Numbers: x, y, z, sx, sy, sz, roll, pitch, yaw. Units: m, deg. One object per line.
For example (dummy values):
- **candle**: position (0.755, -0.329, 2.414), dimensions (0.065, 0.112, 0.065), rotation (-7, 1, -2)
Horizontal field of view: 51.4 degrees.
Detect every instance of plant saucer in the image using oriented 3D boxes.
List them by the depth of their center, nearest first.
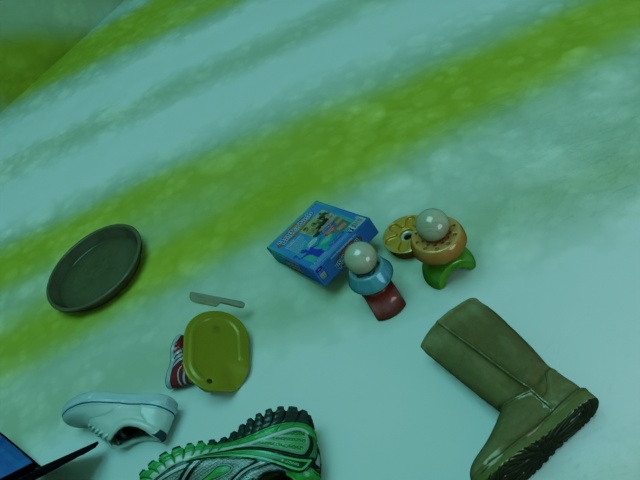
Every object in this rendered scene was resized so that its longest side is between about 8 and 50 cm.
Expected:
- **plant saucer**: position (-0.566, 0.073, 1.684), dimensions (0.278, 0.041, 0.277), rotation (-16, 45, 16)

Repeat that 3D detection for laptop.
- **laptop**: position (-0.601, 0.399, 1.224), dimensions (0.264, 0.234, 0.136), rotation (-28, 85, 24)

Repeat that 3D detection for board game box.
- **board game box**: position (0.000, 0.000, 1.390), dimensions (0.160, 0.047, 0.210), rotation (-44, 31, -14)

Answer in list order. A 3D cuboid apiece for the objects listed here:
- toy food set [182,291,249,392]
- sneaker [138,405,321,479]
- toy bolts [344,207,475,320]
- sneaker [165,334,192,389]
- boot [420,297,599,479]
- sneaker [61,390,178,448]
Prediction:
- **toy food set**: position (-0.210, 0.215, 1.324), dimensions (0.128, 0.071, 0.217), rotation (6, 49, -13)
- **sneaker**: position (-0.160, 0.397, 1.067), dimensions (0.344, 0.134, 0.146), rotation (-27, 43, 4)
- **toy bolts**: position (0.138, 0.010, 1.247), dimensions (0.229, 0.158, 0.218), rotation (-35, 42, -4)
- **sneaker**: position (-0.272, 0.242, 1.349), dimensions (0.067, 0.042, 0.118), rotation (-14, 52, 23)
- **boot**: position (0.249, 0.234, 1.031), dimensions (0.236, 0.089, 0.269), rotation (-31, 41, -16)
- **sneaker**: position (-0.401, 0.349, 1.282), dimensions (0.258, 0.094, 0.091), rotation (-10, 43, 22)
